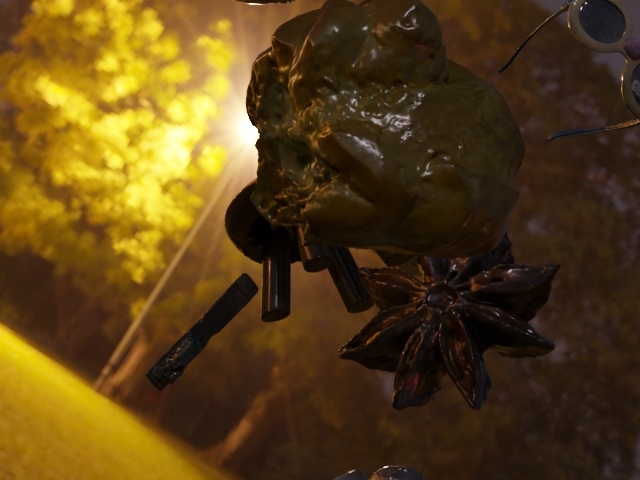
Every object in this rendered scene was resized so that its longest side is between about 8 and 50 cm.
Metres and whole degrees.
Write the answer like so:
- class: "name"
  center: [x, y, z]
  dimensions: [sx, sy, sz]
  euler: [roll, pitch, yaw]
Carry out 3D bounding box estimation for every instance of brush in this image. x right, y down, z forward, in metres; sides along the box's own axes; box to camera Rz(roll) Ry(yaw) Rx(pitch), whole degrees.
- class: "brush"
  center: [-0.141, 0.112, 1.643]
  dimensions: [0.034, 0.190, 0.027]
  euler: [54, -29, -19]

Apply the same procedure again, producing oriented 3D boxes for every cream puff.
- class: "cream puff"
  center: [0.079, -0.118, 1.367]
  dimensions: [0.274, 0.270, 0.323]
  euler: [7, 7, -22]

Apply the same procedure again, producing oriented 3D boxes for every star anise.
- class: "star anise"
  center: [0.185, 0.105, 1.849]
  dimensions: [0.331, 0.332, 0.117]
  euler: [25, -17, 33]

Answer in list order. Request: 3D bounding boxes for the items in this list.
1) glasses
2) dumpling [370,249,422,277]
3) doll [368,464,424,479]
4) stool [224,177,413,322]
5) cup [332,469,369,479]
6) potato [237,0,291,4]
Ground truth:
- class: "glasses"
  center: [0.329, -0.202, 1.713]
  dimensions: [0.190, 0.088, 0.220]
  euler: [52, -43, -7]
- class: "dumpling"
  center: [0.183, 0.007, 2.518]
  dimensions: [0.179, 0.131, 0.252]
  euler: [-12, 1, 8]
- class: "doll"
  center: [0.120, 0.389, 1.351]
  dimensions: [0.340, 0.246, 0.158]
  euler: [60, 17, 10]
- class: "stool"
  center: [0.000, 0.000, 2.086]
  dimensions: [0.272, 0.272, 0.178]
  euler: [52, 15, -63]
- class: "cup"
  center: [0.074, 0.531, 2.550]
  dimensions: [0.129, 0.095, 0.128]
  euler: [51, -34, 38]
- class: "potato"
  center: [-0.050, -0.416, 1.838]
  dimensions: [0.148, 0.253, 0.186]
  euler: [-105, 171, -52]
